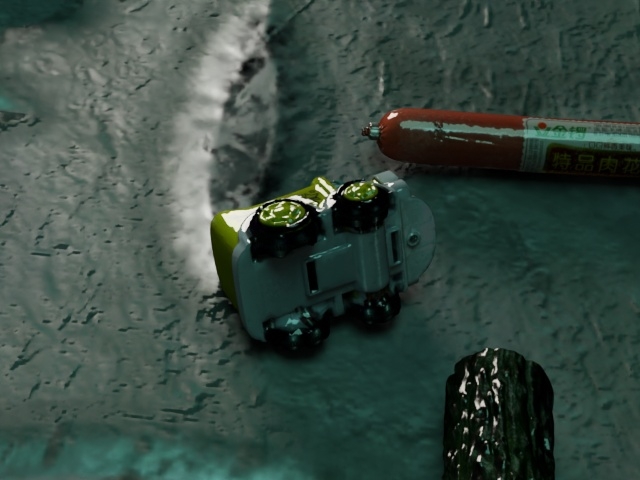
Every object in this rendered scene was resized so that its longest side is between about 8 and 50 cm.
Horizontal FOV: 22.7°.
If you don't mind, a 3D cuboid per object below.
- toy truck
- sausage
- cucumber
[{"bbox_3d":[0.000,0.000,0.808,0.111,0.076,0.077,-19,33,-19],"label":"toy truck"},{"bbox_3d":[0.149,-0.052,0.879,0.253,0.034,0.034,2,49,-1],"label":"sausage"},{"bbox_3d":[0.080,0.132,0.702,0.058,0.058,0.187,4,49,0],"label":"cucumber"}]
